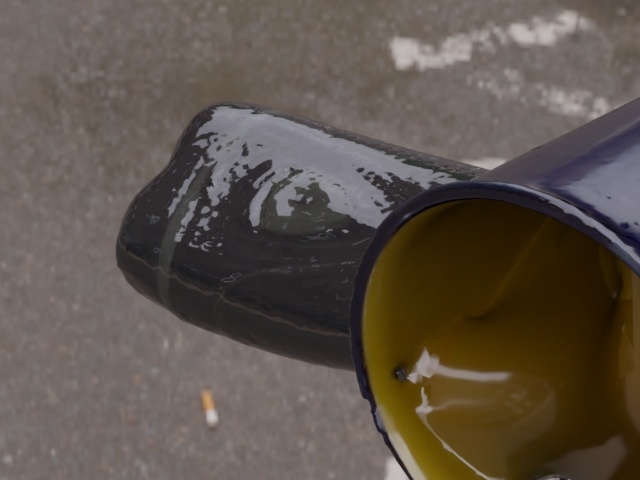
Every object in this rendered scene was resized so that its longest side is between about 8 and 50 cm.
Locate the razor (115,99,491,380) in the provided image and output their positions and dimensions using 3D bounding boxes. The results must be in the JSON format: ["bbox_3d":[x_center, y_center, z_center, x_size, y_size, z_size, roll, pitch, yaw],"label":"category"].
[{"bbox_3d":[0.000,0.001,1.277,0.349,0.113,0.204,19,62,38],"label":"razor"}]

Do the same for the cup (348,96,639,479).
[{"bbox_3d":[0.147,0.044,0.706,0.256,0.255,0.178,-26,68,-41],"label":"cup"}]
